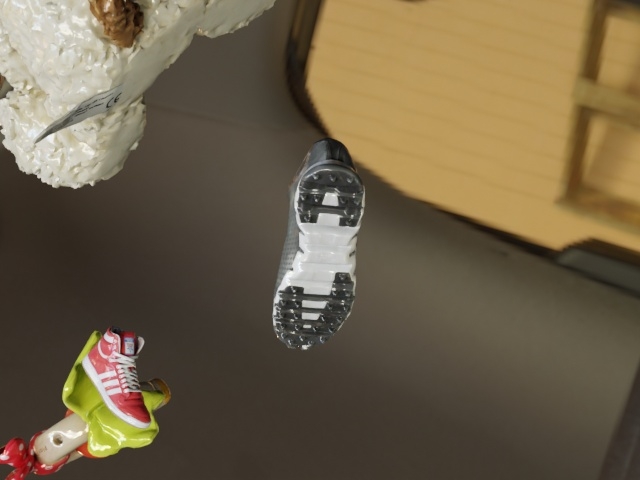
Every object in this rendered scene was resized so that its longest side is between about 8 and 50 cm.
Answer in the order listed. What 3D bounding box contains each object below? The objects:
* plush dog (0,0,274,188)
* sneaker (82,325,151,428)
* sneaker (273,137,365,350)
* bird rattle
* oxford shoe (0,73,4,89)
[{"bbox_3d":[-0.184,-0.195,0.930,0.225,0.262,0.210,43,-176,12],"label":"plush dog"},{"bbox_3d":[-0.206,0.142,1.460,0.118,0.067,0.042,46,-161,32],"label":"sneaker"},{"bbox_3d":[0.000,0.000,1.343,0.078,0.234,0.106,7,-144,-5],"label":"sneaker"},{"bbox_3d":[-0.275,0.230,1.591,0.143,0.253,0.207,51,-161,14],"label":"bird rattle"},{"bbox_3d":[-0.406,-0.178,1.094,0.348,0.123,0.130,31,-154,-36],"label":"oxford shoe"}]
